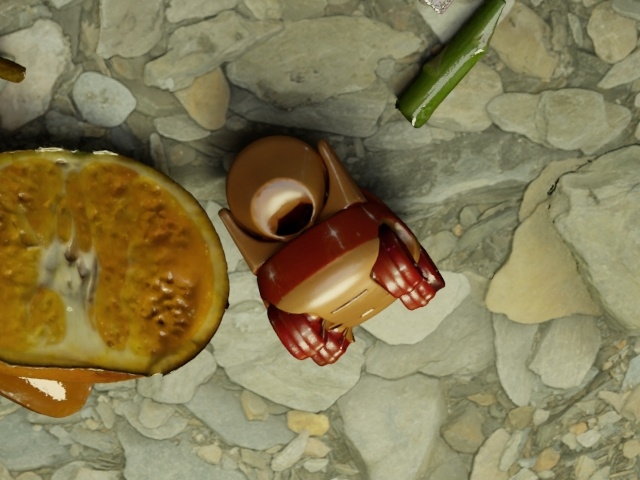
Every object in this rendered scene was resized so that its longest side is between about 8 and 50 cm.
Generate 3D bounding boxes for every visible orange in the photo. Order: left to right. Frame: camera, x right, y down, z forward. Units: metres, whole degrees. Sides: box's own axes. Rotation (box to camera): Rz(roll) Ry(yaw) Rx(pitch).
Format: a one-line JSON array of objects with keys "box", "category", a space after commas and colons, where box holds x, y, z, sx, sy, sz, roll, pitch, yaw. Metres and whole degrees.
[{"box": [-0.260, 0.034, 1.706, 0.310, 0.274, 0.274, -10, 124, 1], "category": "orange"}]

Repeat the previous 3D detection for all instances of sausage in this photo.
[{"box": [-0.375, 0.114, 1.814, 0.105, 0.105, 0.274, -45, 123, 14], "category": "sausage"}]

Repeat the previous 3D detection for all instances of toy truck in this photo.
[{"box": [0.000, 0.000, 1.816, 0.189, 0.239, 0.265, -33, 165, 7], "category": "toy truck"}]

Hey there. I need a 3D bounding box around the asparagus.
[{"box": [0.155, -0.206, 1.794, 0.045, 0.041, 0.178, 45, 106, 13], "category": "asparagus"}]

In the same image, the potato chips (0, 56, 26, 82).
[{"box": [-0.411, -0.193, 1.652, 0.204, 0.037, 0.026, 10, 108, -15], "category": "potato chips"}]

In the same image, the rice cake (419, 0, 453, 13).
[{"box": [0.178, -0.337, 1.719, 0.047, 0.036, 0.206, 31, 110, -25], "category": "rice cake"}]
